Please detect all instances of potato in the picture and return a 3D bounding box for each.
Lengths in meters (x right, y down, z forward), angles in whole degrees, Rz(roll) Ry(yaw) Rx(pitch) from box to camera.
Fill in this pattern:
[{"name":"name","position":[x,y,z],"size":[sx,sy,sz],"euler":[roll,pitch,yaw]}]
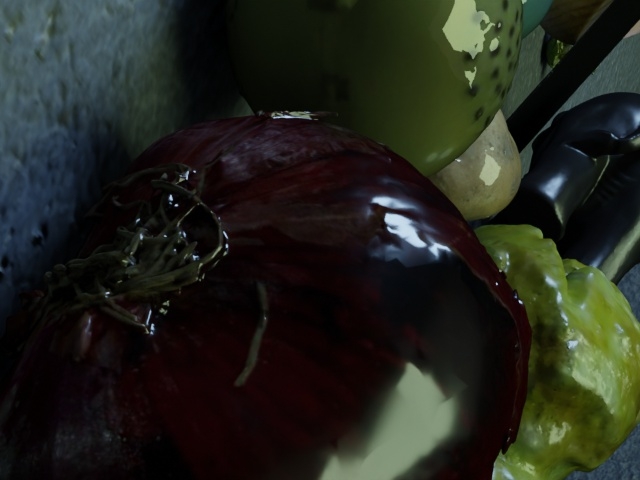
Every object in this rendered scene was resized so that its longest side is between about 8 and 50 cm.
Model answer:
[{"name":"potato","position":[0.107,-0.070,1.088],"size":[0.147,0.112,0.112],"euler":[-56,153,-64]}]

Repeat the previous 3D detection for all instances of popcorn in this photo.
[{"name":"popcorn","position":[0.127,0.119,1.050],"size":[0.276,0.225,0.276],"euler":[-56,174,-9]}]

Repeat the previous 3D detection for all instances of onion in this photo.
[{"name":"onion","position":[-0.033,0.076,0.577],"size":[0.281,0.221,0.280],"euler":[12,77,-60]}]

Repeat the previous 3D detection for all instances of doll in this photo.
[{"name":"doll","position":[0.044,-0.138,0.746],"size":[0.260,0.162,0.177],"euler":[-55,151,-53]}]

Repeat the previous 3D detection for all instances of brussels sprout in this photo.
[{"name":"brussels sprout","position":[0.310,-0.240,1.656],"size":[0.058,0.085,0.085],"euler":[-111,-165,-50]}]

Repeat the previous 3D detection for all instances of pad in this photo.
[{"name":"pad","position":[0.243,-0.160,1.355],"size":[0.300,0.005,0.202],"euler":[-49,168,15]}]

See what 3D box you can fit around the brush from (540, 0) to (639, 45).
[{"name":"brush","position":[0.311,-0.323,1.448],"size":[0.267,0.166,0.174],"euler":[-36,153,-15]}]

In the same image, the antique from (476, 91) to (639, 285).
[{"name":"antique","position":[0.269,-0.020,1.395],"size":[0.255,0.185,0.322],"euler":[-48,172,-31]}]
